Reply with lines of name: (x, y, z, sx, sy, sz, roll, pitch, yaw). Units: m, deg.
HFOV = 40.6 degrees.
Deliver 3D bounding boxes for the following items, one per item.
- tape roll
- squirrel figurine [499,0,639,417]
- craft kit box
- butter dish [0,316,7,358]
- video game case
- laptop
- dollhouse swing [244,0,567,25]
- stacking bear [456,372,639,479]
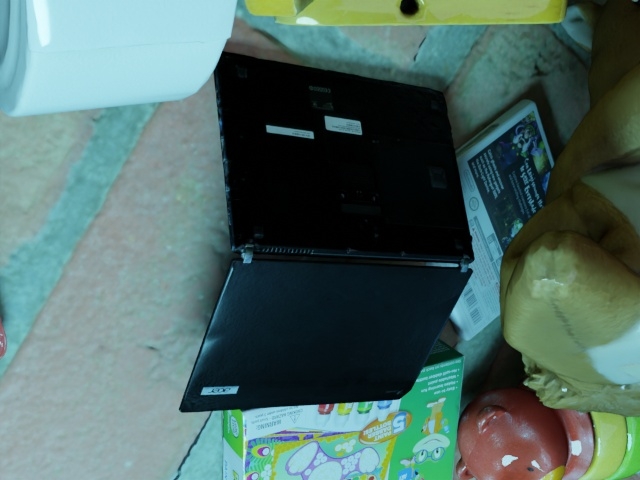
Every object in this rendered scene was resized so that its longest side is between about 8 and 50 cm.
tape roll: (-0.136, -0.209, 0.450, 0.100, 0.286, 0.286, -11, 113, -27)
squirrel figurine: (0.291, -0.047, 0.788, 0.280, 0.397, 0.371, 5, 64, 3)
craft kit box: (0.022, 0.238, 0.859, 0.249, 0.061, 0.247, -9, 115, -29)
butter dish: (-0.290, 0.060, 0.558, 0.160, 0.118, 0.160, -23, 119, -24)
video game case: (0.177, -0.018, 0.879, 0.173, 0.022, 0.190, -37, 122, -15)
laptop: (0.000, 0.000, 0.747, 0.234, 0.136, 0.265, 3, 70, -32)
dollhouse swing: (0.093, -0.301, 0.521, 0.315, 0.305, 0.347, -2, 111, -7)
stacking bear: (0.278, 0.195, 0.933, 0.289, 0.164, 0.175, -8, 137, -28)
